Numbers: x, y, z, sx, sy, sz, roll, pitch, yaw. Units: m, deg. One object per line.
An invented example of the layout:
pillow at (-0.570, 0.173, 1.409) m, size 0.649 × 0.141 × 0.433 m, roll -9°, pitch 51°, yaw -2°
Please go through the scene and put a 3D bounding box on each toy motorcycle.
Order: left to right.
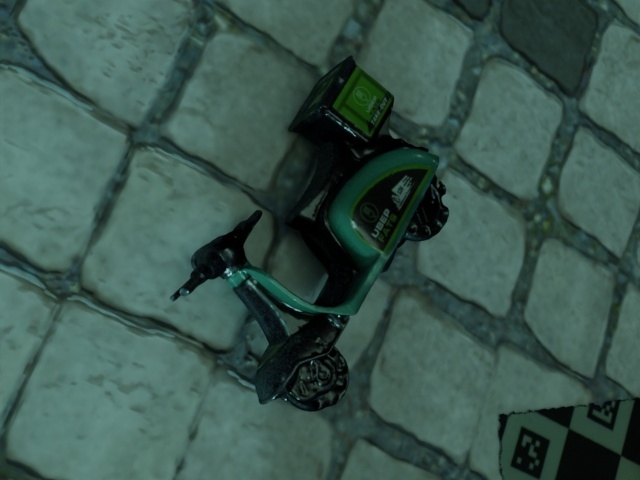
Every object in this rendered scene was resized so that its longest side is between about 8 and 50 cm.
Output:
toy motorcycle at (0.000, 0.000, 0.462) m, size 0.100 × 0.058 × 0.173 m, roll 37°, pitch 66°, yaw -14°

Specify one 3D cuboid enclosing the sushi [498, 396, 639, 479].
sushi at (0.229, 0.245, 0.571) m, size 0.264 × 0.050 × 0.290 m, roll 1°, pitch 85°, yaw -30°
